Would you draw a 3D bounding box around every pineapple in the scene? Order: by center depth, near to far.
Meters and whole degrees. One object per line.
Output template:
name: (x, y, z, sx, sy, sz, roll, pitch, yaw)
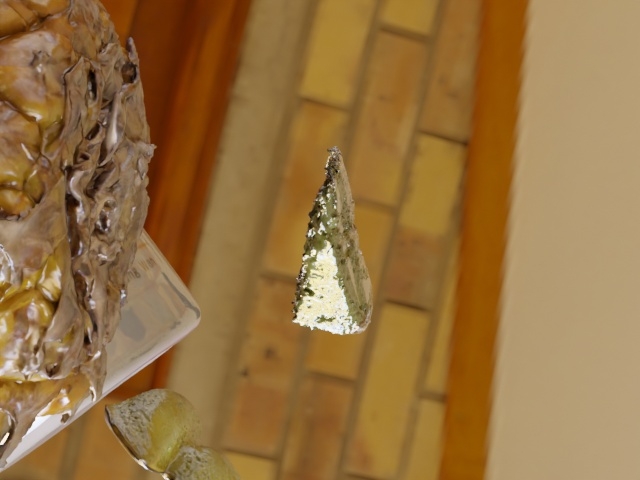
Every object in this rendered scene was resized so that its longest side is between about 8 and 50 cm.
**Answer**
pineapple: (-0.111, -0.015, 0.742, 0.225, 0.076, 0.225, 7, 90, -83)

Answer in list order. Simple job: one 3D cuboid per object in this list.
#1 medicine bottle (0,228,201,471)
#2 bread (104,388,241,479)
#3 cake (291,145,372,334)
medicine bottle: (-0.210, -0.047, 0.969, 0.124, 0.324, 0.179, -38, 178, 30)
bread: (-0.125, 0.194, 1.747, 0.065, 0.188, 0.149, -44, -113, 0)
cake: (0.000, 0.000, 1.225, 0.140, 0.055, 0.051, 78, 21, -45)
